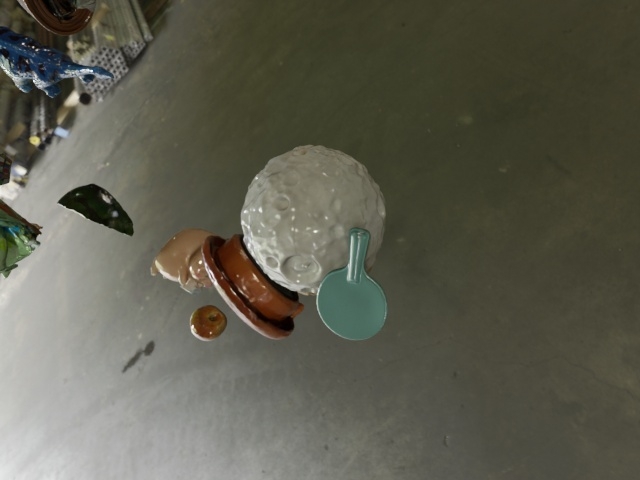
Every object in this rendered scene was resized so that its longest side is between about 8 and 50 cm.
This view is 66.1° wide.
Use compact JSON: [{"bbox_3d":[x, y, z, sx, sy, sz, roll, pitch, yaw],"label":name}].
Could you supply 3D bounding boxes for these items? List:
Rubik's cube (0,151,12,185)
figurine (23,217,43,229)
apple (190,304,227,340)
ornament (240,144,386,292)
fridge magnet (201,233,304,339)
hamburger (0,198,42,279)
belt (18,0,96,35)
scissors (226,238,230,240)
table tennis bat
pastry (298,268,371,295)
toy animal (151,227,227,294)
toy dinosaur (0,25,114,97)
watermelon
[{"bbox_3d":[-0.867,-0.186,1.292,0.093,0.111,0.111,-38,46,13],"label":"Rubik's cube"},{"bbox_3d":[-0.962,-0.026,1.604,0.098,0.146,0.081,20,77,18],"label":"figurine"},{"bbox_3d":[-0.390,0.284,1.703,0.102,0.125,0.126,128,147,-50],"label":"apple"},{"bbox_3d":[-0.015,-0.039,1.122,0.336,0.337,0.338,-20,53,29],"label":"ornament"},{"bbox_3d":[-0.192,0.120,1.395,0.155,0.363,0.364,-41,45,6],"label":"fridge magnet"},{"bbox_3d":[-0.723,0.015,1.015,0.276,0.260,0.151,108,162,-57],"label":"hamburger"},{"bbox_3d":[-0.619,-0.616,1.129,0.184,0.262,0.105,-38,63,-24],"label":"belt"},{"bbox_3d":[-0.235,0.052,1.802,0.022,0.299,0.109,114,158,-55],"label":"scissors"},{"bbox_3d":[0.066,0.091,0.986,0.152,0.040,0.245,13,112,20],"label":"table tennis bat"},{"bbox_3d":[0.000,0.000,1.708,0.409,0.409,0.245,-37,25,16],"label":"pastry"},{"bbox_3d":[-0.409,0.069,1.651,0.256,0.195,0.213,22,79,16],"label":"toy animal"},{"bbox_3d":[-0.454,-0.277,0.765,0.328,0.144,0.077,20,85,1],"label":"toy dinosaur"},{"bbox_3d":[-0.709,-0.096,1.521,0.300,0.129,0.123,18,49,27],"label":"watermelon"}]
